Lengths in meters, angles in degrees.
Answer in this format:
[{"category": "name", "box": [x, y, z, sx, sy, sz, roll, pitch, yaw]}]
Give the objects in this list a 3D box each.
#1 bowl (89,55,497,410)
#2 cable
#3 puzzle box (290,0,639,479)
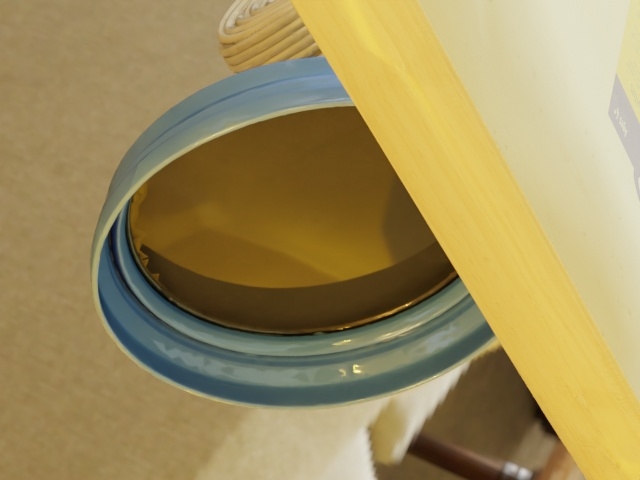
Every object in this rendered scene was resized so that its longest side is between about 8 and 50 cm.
[{"category": "bowl", "box": [0.000, 0.000, 1.350, 0.391, 0.391, 0.077, 72, 6, -49]}, {"category": "cable", "box": [0.021, -0.232, 1.492, 0.089, 0.257, 0.257, 53, 23, -16]}, {"category": "puzzle box", "box": [0.101, -0.100, 0.735, 0.409, 0.052, 0.272, 56, 37, -37]}]
